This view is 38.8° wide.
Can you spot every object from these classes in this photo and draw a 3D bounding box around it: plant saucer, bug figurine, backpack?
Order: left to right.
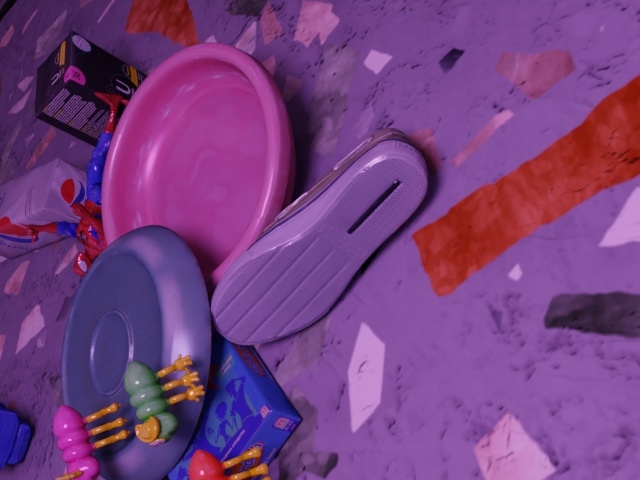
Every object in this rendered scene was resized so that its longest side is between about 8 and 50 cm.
[{"bbox_3d":[-0.494,0.288,1.348,0.120,0.101,0.098,4,70,53],"label":"backpack"},{"bbox_3d":[-0.236,0.135,1.085,0.318,0.044,0.317,-15,70,48],"label":"plant saucer"},{"bbox_3d":[-0.193,0.248,0.946,0.279,0.072,0.216,-32,76,29],"label":"bug figurine"},{"bbox_3d":[-0.148,-0.080,1.153,0.332,0.084,0.332,-10,74,40],"label":"plant saucer"}]

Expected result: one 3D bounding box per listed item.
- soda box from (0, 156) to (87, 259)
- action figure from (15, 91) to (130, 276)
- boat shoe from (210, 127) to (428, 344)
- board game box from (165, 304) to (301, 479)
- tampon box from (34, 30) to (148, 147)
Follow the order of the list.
[{"bbox_3d":[-0.493,-0.049,1.554,0.286,0.091,0.098,-15,58,43],"label":"soda box"},{"bbox_3d":[-0.355,-0.080,1.350,0.091,0.139,0.280,18,102,35],"label":"action figure"},{"bbox_3d":[0.000,0.000,0.989,0.302,0.109,0.094,-41,19,20],"label":"boat shoe"},{"bbox_3d":[-0.124,0.194,1.034,0.160,0.047,0.210,-55,38,10],"label":"board game box"},{"bbox_3d":[-0.360,-0.231,1.458,0.101,0.161,0.120,-37,45,28],"label":"tampon box"}]
